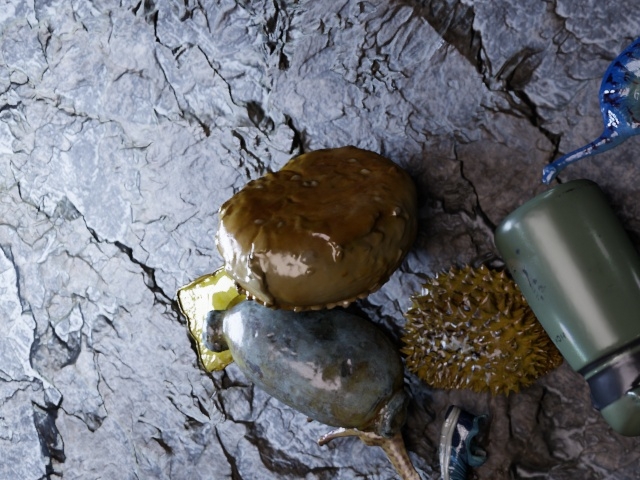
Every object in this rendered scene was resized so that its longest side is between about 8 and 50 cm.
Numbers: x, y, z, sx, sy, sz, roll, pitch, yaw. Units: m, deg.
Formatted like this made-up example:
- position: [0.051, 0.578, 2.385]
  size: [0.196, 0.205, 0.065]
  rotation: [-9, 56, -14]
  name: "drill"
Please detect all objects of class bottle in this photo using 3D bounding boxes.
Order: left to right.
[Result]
- position: [0.380, 0.098, 1.754]
  size: [0.168, 0.168, 0.347]
  rotation: [-35, 75, 30]
  name: "bottle"

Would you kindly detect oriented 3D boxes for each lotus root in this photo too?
- position: [-0.019, 0.170, 1.962]
  size: [0.349, 0.175, 0.175]
  rotation: [24, 106, 15]
  name: "lotus root"

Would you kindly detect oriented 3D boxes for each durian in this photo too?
- position: [0.210, 0.133, 1.891]
  size: [0.250, 0.138, 0.183]
  rotation: [5, 105, 38]
  name: "durian"

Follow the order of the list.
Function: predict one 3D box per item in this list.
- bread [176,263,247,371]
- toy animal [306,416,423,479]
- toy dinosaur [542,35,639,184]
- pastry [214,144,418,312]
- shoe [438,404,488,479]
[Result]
- position: [-0.115, 0.105, 2.124]
  size: [0.233, 0.088, 0.160]
  rotation: [-27, 84, 28]
  name: "bread"
- position: [0.084, 0.310, 2.028]
  size: [0.275, 0.054, 0.149]
  rotation: [31, 111, 26]
  name: "toy animal"
- position: [0.432, -0.194, 1.738]
  size: [0.144, 0.076, 0.329]
  rotation: [27, 88, 20]
  name: "toy dinosaur"
- position: [0.000, 0.000, 1.931]
  size: [0.284, 0.316, 0.184]
  rotation: [27, 139, 42]
  name: "pastry"
- position: [0.214, 0.318, 1.942]
  size: [0.071, 0.064, 0.143]
  rotation: [6, 102, 14]
  name: "shoe"
